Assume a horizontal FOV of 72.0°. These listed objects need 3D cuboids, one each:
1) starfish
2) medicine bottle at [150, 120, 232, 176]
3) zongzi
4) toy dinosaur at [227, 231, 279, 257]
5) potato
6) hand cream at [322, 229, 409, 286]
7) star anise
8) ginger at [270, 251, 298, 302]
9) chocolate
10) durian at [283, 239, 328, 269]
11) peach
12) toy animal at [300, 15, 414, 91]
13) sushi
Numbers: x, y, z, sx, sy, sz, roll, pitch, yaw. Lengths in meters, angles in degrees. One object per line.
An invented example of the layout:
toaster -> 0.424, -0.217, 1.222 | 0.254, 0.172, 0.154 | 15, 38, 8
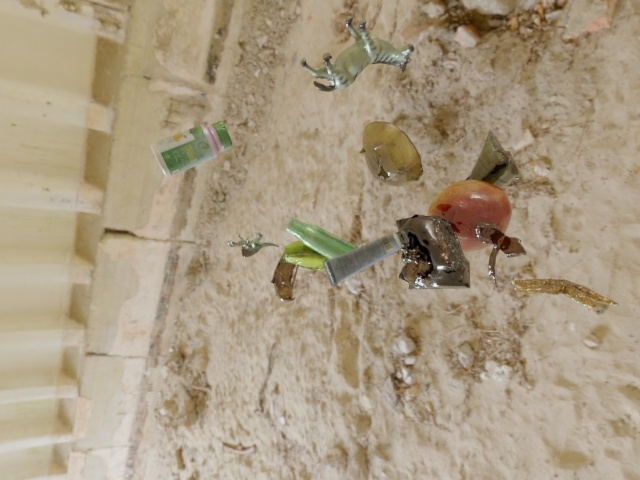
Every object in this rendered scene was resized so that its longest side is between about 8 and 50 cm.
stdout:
starfish -> 0.820, 0.166, 1.484 | 0.303, 0.299, 0.060 | 18, 104, 48
medicine bottle -> -0.470, -0.343, 1.626 | 0.133, 0.274, 0.133 | 57, 163, 27
zongzi -> 0.731, -0.329, 2.001 | 0.286, 0.139, 0.299 | -45, 39, 37
toy dinosaur -> -0.241, 0.021, 1.581 | 0.106, 0.187, 0.044 | -47, 52, 5
potato -> 0.242, -0.295, 1.638 | 0.239, 0.299, 0.116 | 20, 62, 45
hand cream -> 0.127, 0.041, 1.248 | 0.256, 0.055, 0.088 | -27, 66, 13
star anise -> 0.461, 0.028, 1.194 | 0.141, 0.158, 0.144 | 39, 111, 15
ginger -> -0.138, 0.129, 1.995 | 0.107, 0.133, 0.309 | 71, -144, -68
chocolate -> 0.000, 0.000, 1.719 | 0.110, 0.291, 0.110 | -56, 14, 21
durian -> -0.035, 0.058, 1.836 | 0.139, 0.251, 0.101 | 127, 141, -52
peach -> 0.572, -0.093, 1.720 | 0.308, 0.333, 0.307 | 21, 120, 42
toy animal -> 0.085, -0.391, 0.958 | 0.217, 0.176, 0.073 | -34, 53, 17
sushi -> 0.342, 0.035, 1.405 | 0.216, 0.212, 0.226 | -5, 78, 32
